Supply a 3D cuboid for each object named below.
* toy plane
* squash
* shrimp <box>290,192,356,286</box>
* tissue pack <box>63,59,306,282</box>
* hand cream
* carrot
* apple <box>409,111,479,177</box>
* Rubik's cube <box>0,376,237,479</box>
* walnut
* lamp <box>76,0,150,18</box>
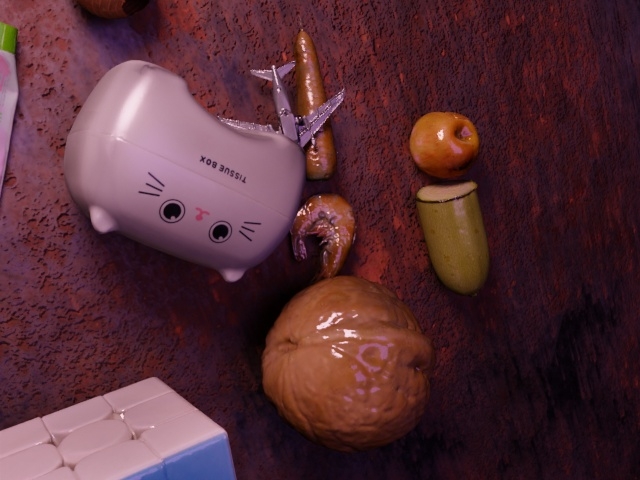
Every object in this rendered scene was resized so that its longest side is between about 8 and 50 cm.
[{"bbox_3d":[-0.057,-0.198,1.121,0.226,0.058,0.226,-14,90,-5],"label":"toy plane"},{"bbox_3d":[0.286,0.005,1.368,0.132,0.132,0.247,-25,110,-29],"label":"squash"},{"bbox_3d":[0.000,0.000,1.230,0.132,0.052,0.187,11,84,-16],"label":"shrimp"},{"bbox_3d":[-0.204,-0.088,0.963,0.333,0.229,0.236,26,81,-33],"label":"tissue pack"},{"bbox_3d":[-0.468,-0.164,0.895,0.079,0.050,0.275,12,95,-9],"label":"hand cream"},{"bbox_3d":[-0.016,-0.254,1.170,0.078,0.078,0.298,-10,98,-33],"label":"carrot"},{"bbox_3d":[0.258,-0.195,1.322,0.146,0.146,0.146,-5,99,-33],"label":"apple"},{"bbox_3d":[-0.292,0.409,0.930,0.290,0.291,0.291,-17,106,-31],"label":"Rubik's cube"},{"bbox_3d":[0.057,0.217,1.150,0.333,0.333,0.332,-5,99,-33],"label":"walnut"},{"bbox_3d":[-0.299,-0.386,0.921,0.136,0.136,0.136,-5,99,-33],"label":"lamp"}]
